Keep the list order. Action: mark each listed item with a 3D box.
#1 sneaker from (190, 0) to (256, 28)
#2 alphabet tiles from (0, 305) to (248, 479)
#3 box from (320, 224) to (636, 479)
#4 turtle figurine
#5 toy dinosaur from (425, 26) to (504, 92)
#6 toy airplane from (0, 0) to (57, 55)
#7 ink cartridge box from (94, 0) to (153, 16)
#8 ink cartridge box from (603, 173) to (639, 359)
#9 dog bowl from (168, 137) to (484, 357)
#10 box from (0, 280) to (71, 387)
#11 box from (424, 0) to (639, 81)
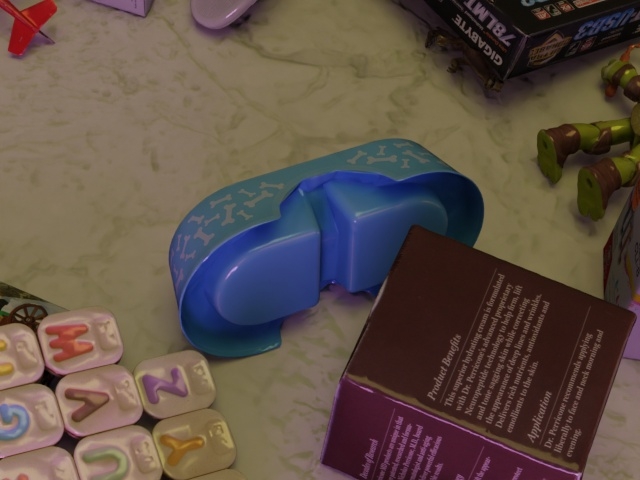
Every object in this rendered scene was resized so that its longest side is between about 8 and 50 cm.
[{"bbox_3d":[-0.049,-0.309,1.509,0.079,0.121,0.216,31,92,23],"label":"sneaker"},{"bbox_3d":[-0.199,0.192,1.145,0.278,0.021,0.284,-12,67,-23],"label":"alphabet tiles"},{"bbox_3d":[0.130,0.126,1.175,0.203,0.167,0.168,23,57,9],"label":"box"},{"bbox_3d":[0.342,-0.096,1.401,0.217,0.087,0.269,-23,62,-21],"label":"turtle figurine"},{"bbox_3d":[0.164,-0.218,1.496,0.093,0.053,0.183,19,48,-9],"label":"toy dinosaur"},{"bbox_3d":[-0.334,-0.248,1.431,0.151,0.028,0.151,0,96,-4],"label":"toy airplane"},{"bbox_3d":[-0.246,-0.329,1.498,0.175,0.072,0.127,18,56,6],"label":"ink cartridge box"},{"bbox_3d":[0.340,0.017,1.270,0.127,0.176,0.128,9,55,-1],"label":"ink cartridge box"},{"bbox_3d":[0.000,0.000,1.257,0.297,0.166,0.074,-18,49,-18],"label":"dog bowl"},{"bbox_3d":[-0.349,0.091,1.216,0.233,0.044,0.159,22,56,8],"label":"box"},{"bbox_3d":[0.220,-0.321,1.519,0.296,0.073,0.293,-22,61,-33],"label":"box"}]
